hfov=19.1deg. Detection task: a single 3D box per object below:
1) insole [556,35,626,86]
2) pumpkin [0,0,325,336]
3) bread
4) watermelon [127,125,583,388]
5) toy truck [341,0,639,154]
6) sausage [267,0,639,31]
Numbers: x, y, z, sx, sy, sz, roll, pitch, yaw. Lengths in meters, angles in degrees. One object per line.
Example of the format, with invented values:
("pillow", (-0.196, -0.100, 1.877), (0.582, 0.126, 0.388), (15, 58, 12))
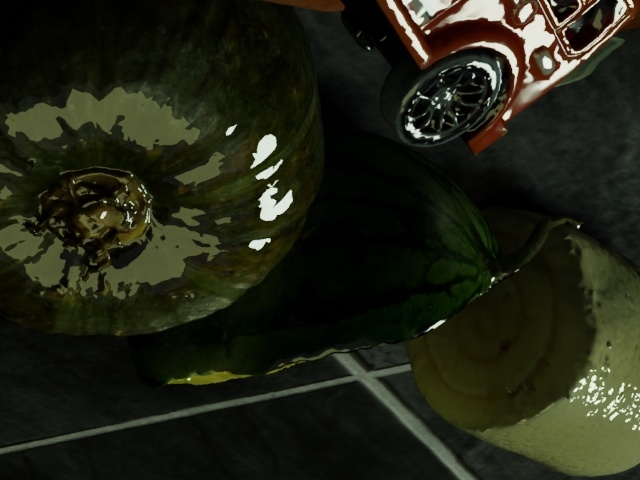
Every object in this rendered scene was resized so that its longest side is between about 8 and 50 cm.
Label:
("insole", (0.099, -0.083, 0.923), (0.080, 0.003, 0.232), (-2, 178, -7))
("pumpkin", (-0.105, -0.057, 0.881), (0.223, 0.157, 0.224), (-6, 137, -5))
("bread", (0.141, 0.062, 1.172), (0.134, 0.148, 0.141), (-40, 142, 21))
("watermelon", (-0.007, 0.002, 1.035), (0.232, 0.127, 0.204), (-16, -174, 35))
("toy truck", (0.019, -0.139, 0.628), (0.114, 0.107, 0.253), (-35, 146, 3))
("sausage", (-0.002, -0.146, 0.787), (0.348, 0.097, 0.094), (5, 164, -22))
